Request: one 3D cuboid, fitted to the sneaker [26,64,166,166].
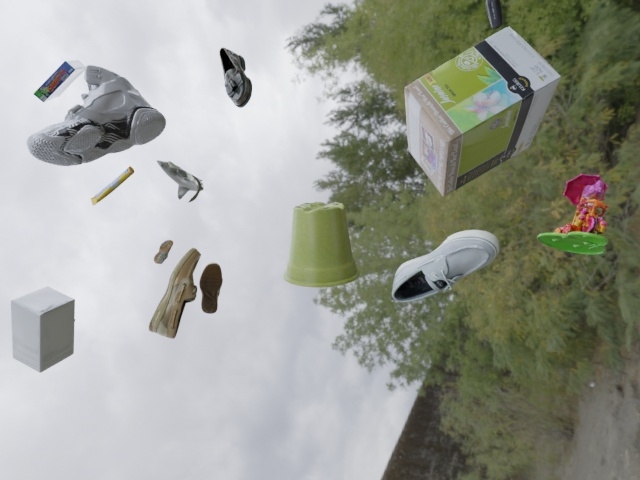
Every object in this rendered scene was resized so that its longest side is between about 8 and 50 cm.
[{"bbox_3d":[-0.626,-0.341,1.141,0.365,0.137,0.210,-33,-97,-43],"label":"sneaker"}]

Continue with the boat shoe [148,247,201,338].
[{"bbox_3d":[-0.515,0.194,1.580,0.122,0.110,0.342,124,168,-75],"label":"boat shoe"}]

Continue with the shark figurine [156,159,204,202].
[{"bbox_3d":[-0.507,-0.201,1.605,0.116,0.278,0.166,-58,-35,1],"label":"shark figurine"}]

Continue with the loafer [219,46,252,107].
[{"bbox_3d":[-0.295,-0.547,1.410,0.084,0.096,0.268,28,-145,-44],"label":"loafer"}]

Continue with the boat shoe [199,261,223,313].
[{"bbox_3d":[-0.524,0.216,2.019,0.089,0.104,0.286,-100,23,-60],"label":"boat shoe"}]

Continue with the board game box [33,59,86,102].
[{"bbox_3d":[-0.796,-0.494,1.299,0.136,0.201,0.035,-44,-60,3],"label":"board game box"}]

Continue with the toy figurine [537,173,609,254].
[{"bbox_3d":[0.556,-0.068,0.892,0.173,0.130,0.160,46,-118,-78],"label":"toy figurine"}]

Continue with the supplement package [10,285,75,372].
[{"bbox_3d":[-0.732,0.233,1.117,0.105,0.105,0.180,-36,-37,-64],"label":"supplement package"}]

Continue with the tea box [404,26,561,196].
[{"bbox_3d":[0.437,-0.348,1.215,0.220,0.323,0.329,60,-179,23],"label":"tea box"}]

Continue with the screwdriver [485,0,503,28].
[{"bbox_3d":[0.284,-0.452,0.724,0.024,0.025,0.170,-28,-75,-22],"label":"screwdriver"}]

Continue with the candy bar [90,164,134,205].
[{"bbox_3d":[-0.621,-0.166,1.263,0.161,0.040,0.018,-41,-40,-1],"label":"candy bar"}]

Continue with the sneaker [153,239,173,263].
[{"bbox_3d":[-0.481,0.035,1.300,0.083,0.031,0.037,-56,-13,-11],"label":"sneaker"}]

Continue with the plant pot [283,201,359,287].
[{"bbox_3d":[0.000,0.000,1.481,0.276,0.275,0.254,-24,-64,-60],"label":"plant pot"}]

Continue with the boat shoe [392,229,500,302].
[{"bbox_3d":[0.214,0.059,0.748,0.079,0.227,0.081,40,-130,-12],"label":"boat shoe"}]
